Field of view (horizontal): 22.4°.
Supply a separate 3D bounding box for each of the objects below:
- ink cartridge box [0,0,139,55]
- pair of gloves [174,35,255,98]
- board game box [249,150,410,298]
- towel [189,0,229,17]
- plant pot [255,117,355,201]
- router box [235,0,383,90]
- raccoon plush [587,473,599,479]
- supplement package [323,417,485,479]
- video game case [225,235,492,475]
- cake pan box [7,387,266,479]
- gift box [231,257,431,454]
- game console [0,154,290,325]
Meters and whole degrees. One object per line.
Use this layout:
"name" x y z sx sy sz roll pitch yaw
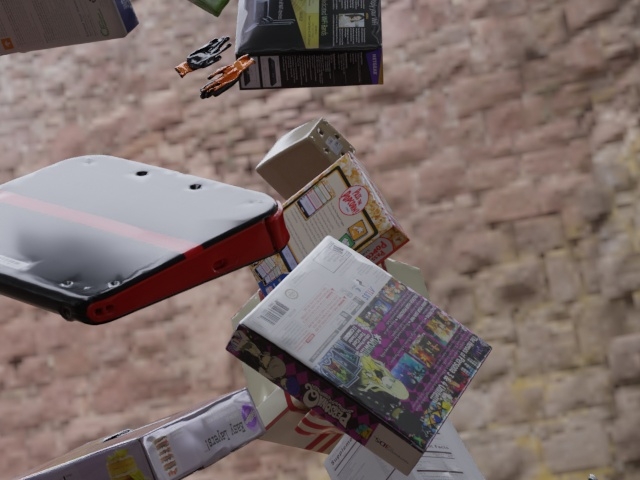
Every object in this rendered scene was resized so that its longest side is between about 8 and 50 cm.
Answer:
"ink cartridge box" -0.358 -0.343 1.994 0.224 0.223 0.045 -4 30 29
"pair of gloves" -0.120 -0.196 1.836 0.074 0.083 0.010 -37 -41 -9
"board game box" 0.000 0.000 2.058 0.193 0.146 0.045 -37 -39 11
"towel" -0.137 -0.313 1.676 0.152 0.113 0.023 32 -1 19
"plant pot" -0.012 -0.119 2.409 0.096 0.109 0.109 -41 9 35
"router box" -0.016 -0.382 2.747 0.243 0.309 0.081 -2 -47 3
"raccoon plush" 0.253 0.426 1.757 0.446 0.216 0.299 16 -69 -39
"supplement package" 0.131 0.345 2.146 0.134 0.244 0.139 10 -53 -38
"video game case" 0.044 0.105 1.579 0.042 0.210 0.232 -60 -7 30
"cake pan box" -0.221 0.252 1.809 0.246 0.070 0.267 -19 -1 26
"gift box" 0.040 0.163 2.364 0.255 0.258 0.276 13 -45 -33
"game console" -0.267 -0.004 1.884 0.387 0.060 0.342 14 29 39
